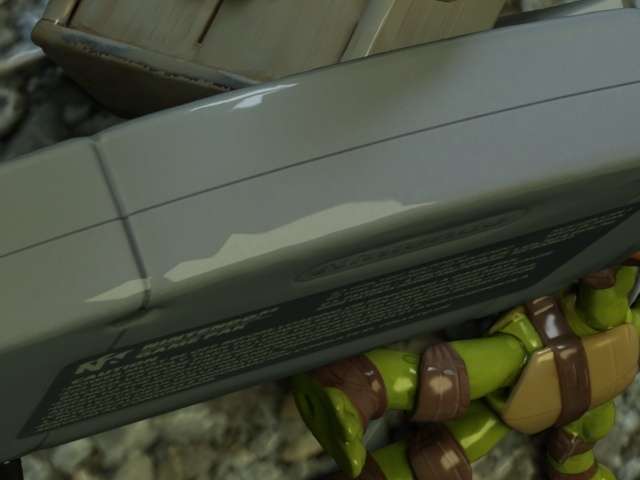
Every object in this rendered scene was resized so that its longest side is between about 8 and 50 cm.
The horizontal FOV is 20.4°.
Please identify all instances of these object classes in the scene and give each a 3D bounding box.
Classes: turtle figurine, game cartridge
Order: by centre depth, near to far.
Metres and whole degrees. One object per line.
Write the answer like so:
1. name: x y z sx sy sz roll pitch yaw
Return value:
1. game cartridge: 0.000 0.000 0.566 0.297 0.198 0.062 -15 73 -23
2. turtle figurine: 0.096 0.052 0.792 0.217 0.087 0.269 -21 145 -18

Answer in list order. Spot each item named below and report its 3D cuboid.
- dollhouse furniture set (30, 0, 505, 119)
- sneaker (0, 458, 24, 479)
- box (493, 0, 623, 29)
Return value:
1. dollhouse furniture set: -0.055 -0.224 0.588 0.256 0.362 0.394 -64 145 -12
2. sneaker: -0.222 0.143 0.614 0.286 0.130 0.109 -46 114 -20
3. box: 0.081 -0.052 0.802 0.101 0.102 0.087 -22 99 -27
